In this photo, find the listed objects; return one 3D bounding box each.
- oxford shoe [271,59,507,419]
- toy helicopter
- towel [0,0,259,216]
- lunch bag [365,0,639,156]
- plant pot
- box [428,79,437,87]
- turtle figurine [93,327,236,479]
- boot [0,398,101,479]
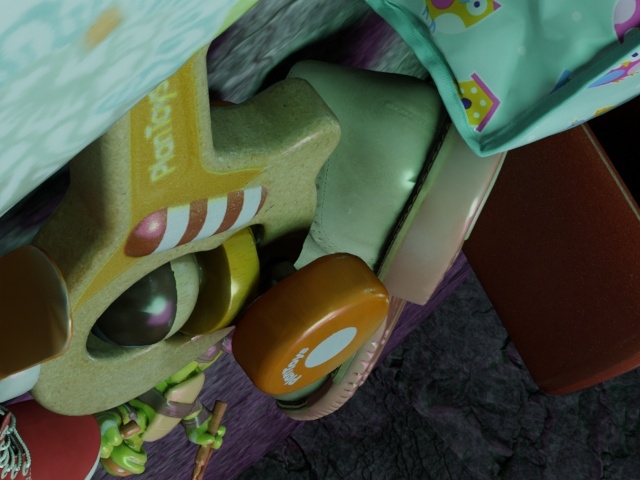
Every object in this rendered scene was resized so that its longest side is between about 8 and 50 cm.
[{"bbox_3d":[0.000,0.000,0.985,0.140,0.147,0.397,-65,-178,-33],"label":"oxford shoe"},{"bbox_3d":[-0.092,-0.017,0.635,0.235,0.140,0.355,-30,157,-18],"label":"toy helicopter"},{"bbox_3d":[-0.053,-0.117,0.274,0.320,0.090,0.374,-37,172,11],"label":"towel"},{"bbox_3d":[0.178,-0.183,0.786,0.262,0.160,0.223,-40,173,30],"label":"lunch bag"},{"bbox_3d":[0.247,-0.030,1.115,0.267,0.267,0.235,-14,156,-31],"label":"plant pot"},{"bbox_3d":[0.058,-0.066,1.157,0.232,0.058,0.087,-32,168,-47],"label":"box"},{"bbox_3d":[-0.115,0.116,1.201,0.217,0.087,0.269,-52,159,11],"label":"turtle figurine"},{"bbox_3d":[-0.196,0.124,0.896,0.244,0.088,0.176,-24,159,-54],"label":"boot"}]
